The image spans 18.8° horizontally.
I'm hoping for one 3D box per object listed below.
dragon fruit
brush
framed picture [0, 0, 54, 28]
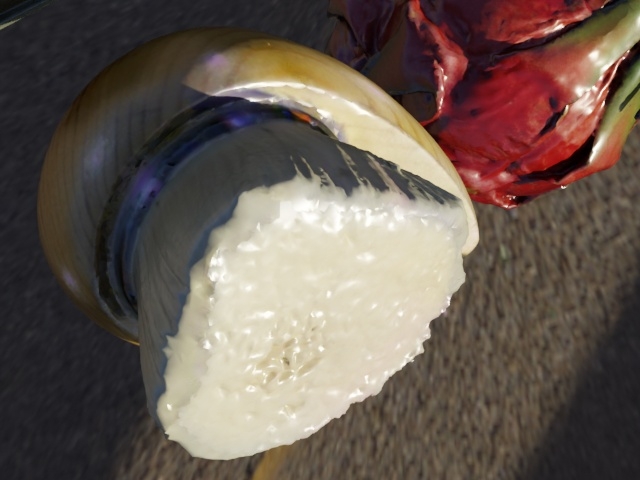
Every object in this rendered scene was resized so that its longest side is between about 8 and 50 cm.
[{"bbox_3d":[0.135,-0.142,1.280,0.234,0.234,0.293,49,137,-7],"label":"dragon fruit"},{"bbox_3d":[0.000,0.000,0.977,0.267,0.166,0.174,1,120,-39],"label":"brush"},{"bbox_3d":[-0.181,-0.169,1.056,0.189,0.260,0.023,-25,80,24],"label":"framed picture"}]
